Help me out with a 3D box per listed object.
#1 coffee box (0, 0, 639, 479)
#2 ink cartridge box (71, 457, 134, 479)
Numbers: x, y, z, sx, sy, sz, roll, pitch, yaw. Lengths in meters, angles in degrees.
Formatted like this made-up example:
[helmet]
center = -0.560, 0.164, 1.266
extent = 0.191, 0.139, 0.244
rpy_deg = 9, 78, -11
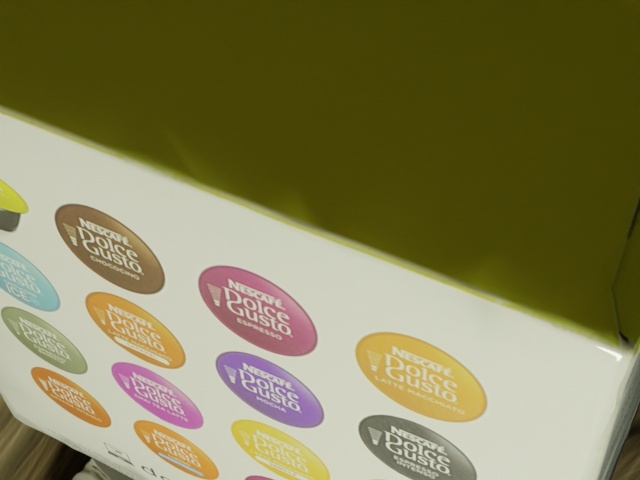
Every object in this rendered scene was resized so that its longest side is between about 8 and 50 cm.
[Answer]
[coffee box]
center = 0.027, -0.051, 0.605
extent = 0.338, 0.337, 0.334
rpy_deg = -58, 160, -30
[ink cartridge box]
center = -0.089, 0.241, 0.998
extent = 0.307, 0.129, 0.223
rpy_deg = -22, 148, -54
